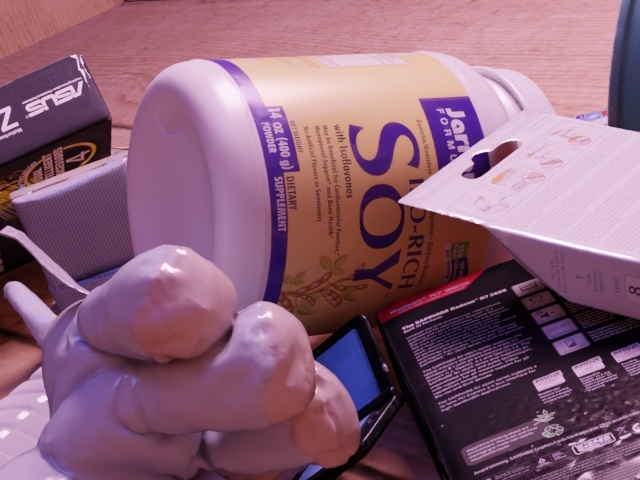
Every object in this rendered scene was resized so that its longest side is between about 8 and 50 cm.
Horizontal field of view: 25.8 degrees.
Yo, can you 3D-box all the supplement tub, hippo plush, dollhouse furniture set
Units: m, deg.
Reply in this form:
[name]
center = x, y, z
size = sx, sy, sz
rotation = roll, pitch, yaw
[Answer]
[supplement tub]
center = 0.023, -0.041, 1.207
size = 0.331, 0.241, 0.241
rotation = -6, 14, -27
[hippo plush]
center = -0.141, 0.144, 0.933
size = 0.237, 0.294, 0.234
rotation = -62, -2, -27
[dollhouse furniture set]
center = -0.272, 0.023, 1.367
size = 0.303, 0.286, 0.198
rotation = -19, 34, -6

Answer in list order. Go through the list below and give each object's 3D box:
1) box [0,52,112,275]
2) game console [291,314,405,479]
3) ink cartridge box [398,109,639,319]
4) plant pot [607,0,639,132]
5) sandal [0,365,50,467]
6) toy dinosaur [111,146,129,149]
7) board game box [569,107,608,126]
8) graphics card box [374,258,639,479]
[box]
center = -0.401, -0.047, 1.625
size = 0.318, 0.097, 0.395
rotation = -24, -12, -16
[game console]
center = -0.001, 0.133, 1.057
size = 0.122, 0.071, 0.107
rotation = -43, 2, 41
[ink cartridge box]
center = 0.207, -0.024, 1.051
size = 0.232, 0.066, 0.189
rotation = 11, 34, 40
[plant pot]
center = 0.417, -0.154, 1.235
size = 0.255, 0.272, 0.271
rotation = 9, 32, 27
[sandal]
center = -0.178, 0.161, 1.179
size = 0.169, 0.102, 0.416
rotation = 9, 36, 22
[toy dinosaur]
center = -0.225, -0.157, 2.097
size = 0.092, 0.053, 0.183
rotation = -22, 7, 42
[board game box]
center = 0.279, -0.085, 1.460
size = 0.136, 0.035, 0.201
rotation = -14, 21, 26
[graphics card box]
center = 0.186, 0.113, 0.978
size = 0.232, 0.094, 0.371
rotation = -20, 20, -2
